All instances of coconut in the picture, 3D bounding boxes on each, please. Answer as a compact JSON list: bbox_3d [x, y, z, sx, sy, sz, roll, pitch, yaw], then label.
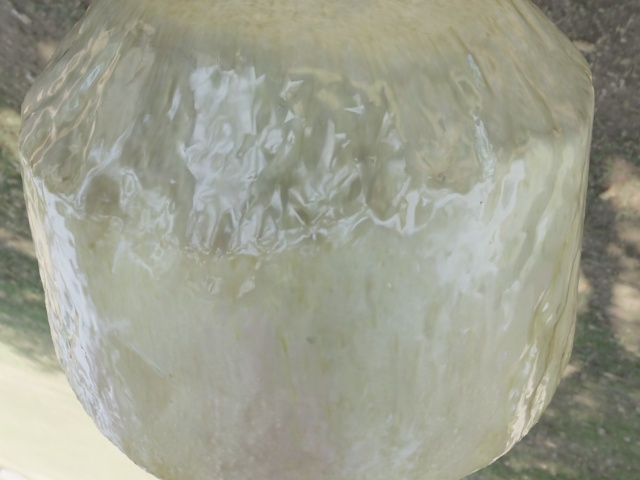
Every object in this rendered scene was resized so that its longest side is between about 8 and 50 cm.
[{"bbox_3d":[0.000,0.000,0.478,0.328,0.329,0.329,22,152,13],"label":"coconut"}]
